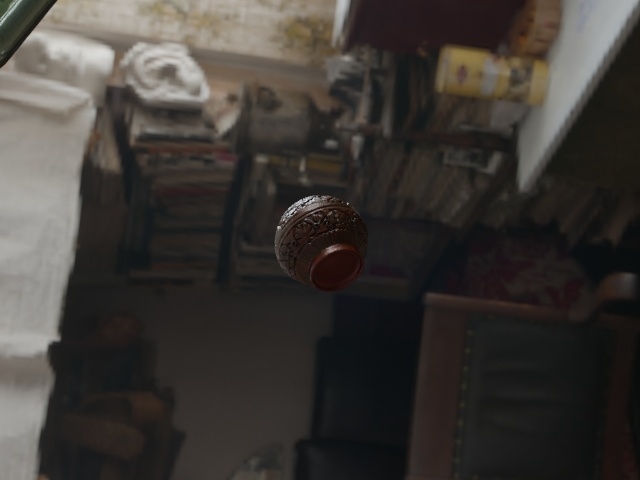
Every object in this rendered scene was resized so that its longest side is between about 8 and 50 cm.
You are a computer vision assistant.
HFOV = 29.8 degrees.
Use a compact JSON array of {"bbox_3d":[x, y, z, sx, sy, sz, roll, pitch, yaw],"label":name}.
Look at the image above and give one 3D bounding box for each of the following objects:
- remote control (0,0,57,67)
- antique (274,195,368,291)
[{"bbox_3d":[-0.340,-0.246,0.836,0.065,0.335,0.128,-47,12,54],"label":"remote control"},{"bbox_3d":[0.000,0.000,1.254,0.104,0.104,0.104,-173,90,-83],"label":"antique"}]
